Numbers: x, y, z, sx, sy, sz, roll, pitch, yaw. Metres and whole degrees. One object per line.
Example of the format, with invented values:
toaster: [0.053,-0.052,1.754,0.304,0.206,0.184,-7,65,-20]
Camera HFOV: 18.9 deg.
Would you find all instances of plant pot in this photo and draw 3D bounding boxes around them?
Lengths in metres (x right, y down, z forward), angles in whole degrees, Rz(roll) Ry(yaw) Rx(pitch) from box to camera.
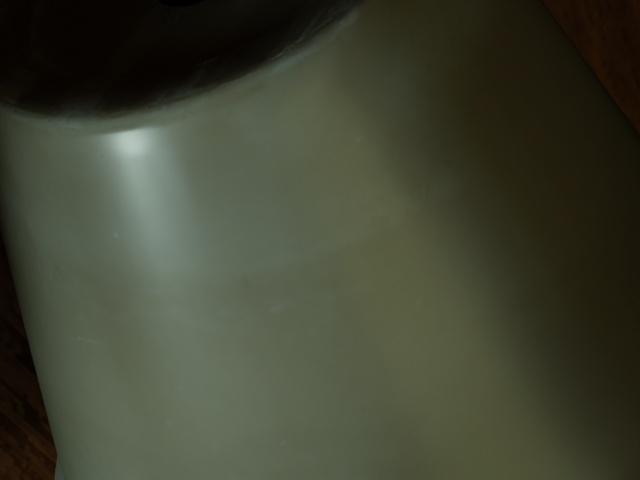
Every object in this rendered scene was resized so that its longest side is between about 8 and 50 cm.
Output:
plant pot: [0.000,0.000,0.781,0.323,0.323,0.280,-38,128,-15]
